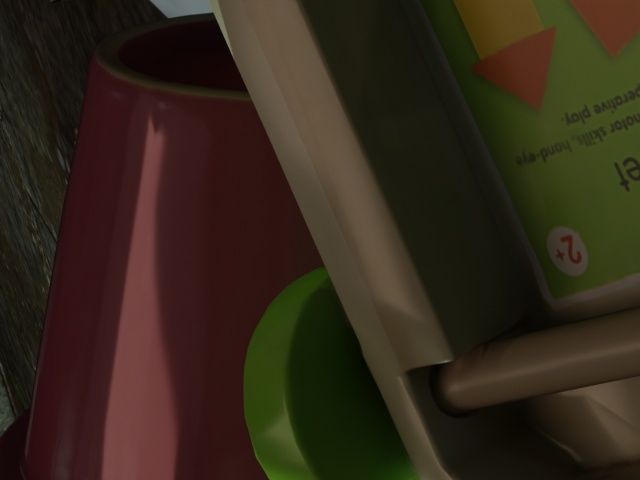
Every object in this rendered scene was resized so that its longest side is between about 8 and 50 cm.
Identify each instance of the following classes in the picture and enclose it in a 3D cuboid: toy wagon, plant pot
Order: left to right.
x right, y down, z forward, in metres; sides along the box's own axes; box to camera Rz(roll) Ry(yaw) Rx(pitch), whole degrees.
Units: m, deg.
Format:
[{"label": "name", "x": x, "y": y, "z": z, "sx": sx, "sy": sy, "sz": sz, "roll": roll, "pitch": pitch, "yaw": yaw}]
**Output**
[{"label": "plant pot", "x": -0.004, "y": 0.028, "z": 0.611, "sx": 0.201, "sy": 0.201, "sz": 0.180, "roll": -140, "pitch": 48, "yaw": -64}, {"label": "toy wagon", "x": 0.076, "y": -0.012, "z": 0.293, "sx": 0.267, "sy": 0.068, "sz": 0.344, "roll": -19, "pitch": 97, "yaw": 54}]

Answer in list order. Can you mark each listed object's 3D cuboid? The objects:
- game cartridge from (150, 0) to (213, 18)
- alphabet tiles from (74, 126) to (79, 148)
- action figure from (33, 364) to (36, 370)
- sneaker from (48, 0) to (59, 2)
[{"label": "game cartridge", "x": -0.098, "y": -0.190, "z": 0.706, "sx": 0.294, "sy": 0.060, "sz": 0.196, "roll": 48, "pitch": 163, "yaw": -8}, {"label": "alphabet tiles", "x": -0.112, "y": 0.058, "z": 1.376, "sx": 0.278, "sy": 0.021, "sz": 0.284, "roll": 147, "pitch": 102, "yaw": -81}, {"label": "action figure", "x": -0.060, "y": 0.111, "z": 1.027, "sx": 0.275, "sy": 0.141, "sz": 0.164, "roll": 106, "pitch": 143, "yaw": -74}, {"label": "sneaker", "x": -0.149, "y": -0.163, "z": 1.184, "sx": 0.083, "sy": 0.035, "sz": 0.031, "roll": 104, "pitch": 143, "yaw": -67}]
